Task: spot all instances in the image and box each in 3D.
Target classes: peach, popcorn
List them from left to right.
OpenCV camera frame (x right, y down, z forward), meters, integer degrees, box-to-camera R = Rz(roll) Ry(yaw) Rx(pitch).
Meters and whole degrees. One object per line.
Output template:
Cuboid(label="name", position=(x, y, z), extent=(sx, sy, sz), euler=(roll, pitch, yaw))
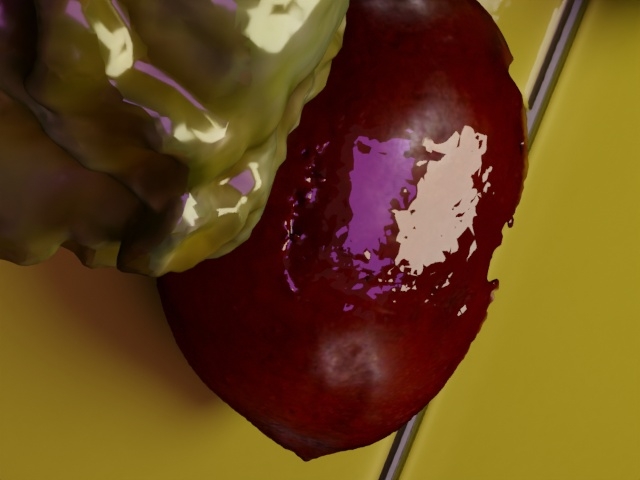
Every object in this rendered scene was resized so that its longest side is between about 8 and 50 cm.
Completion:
Cuboid(label="popcorn", position=(-0.097, -0.122, 0.729), extent=(0.225, 0.174, 0.286), euler=(21, 134, 2))
Cuboid(label="peach", position=(-0.005, -0.003, 0.904), extent=(0.154, 0.159, 0.267), euler=(6, 113, -30))
